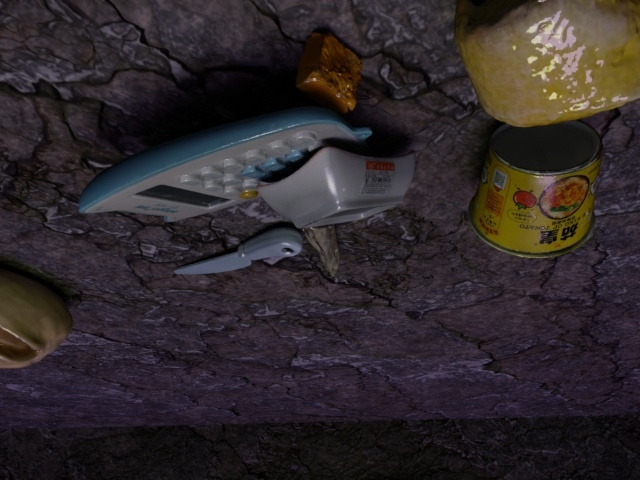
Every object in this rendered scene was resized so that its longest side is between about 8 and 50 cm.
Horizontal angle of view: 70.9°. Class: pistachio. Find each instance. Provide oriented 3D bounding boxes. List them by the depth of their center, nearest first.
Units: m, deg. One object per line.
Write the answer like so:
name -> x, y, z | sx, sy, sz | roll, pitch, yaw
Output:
pistachio -> -0.688, 0.157, 0.963 | 0.193, 0.214, 0.318 | -45, 133, -13

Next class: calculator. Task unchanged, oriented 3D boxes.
calculator -> -0.115, -0.097, 0.622 | 0.387, 0.054, 0.256 | -12, 174, 19

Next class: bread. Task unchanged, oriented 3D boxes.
bread -> 0.239, -0.212, 0.447 | 0.197, 0.197, 0.170 | -23, 134, 29

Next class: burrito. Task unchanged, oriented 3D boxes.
burrito -> 0.001, -0.002, 0.855 | 0.058, 0.063, 0.229 | 19, 154, 20

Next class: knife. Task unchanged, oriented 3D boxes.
knife -> -0.173, 0.038, 0.935 | 0.332, 0.044, 0.080 | -17, 151, 32

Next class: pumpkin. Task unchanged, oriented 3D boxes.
pumpkin -> 0.009, -0.200, 0.540 | 0.074, 0.083, 0.054 | 29, 152, -35

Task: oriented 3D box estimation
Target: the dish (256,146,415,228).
dish -> 0.036, -0.069, 0.642 | 0.151, 0.077, 0.213 | -20, 173, 43

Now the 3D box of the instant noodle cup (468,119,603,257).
instant noodle cup -> 0.312, -0.088, 0.652 | 0.183, 0.182, 0.144 | -7, 137, 8
